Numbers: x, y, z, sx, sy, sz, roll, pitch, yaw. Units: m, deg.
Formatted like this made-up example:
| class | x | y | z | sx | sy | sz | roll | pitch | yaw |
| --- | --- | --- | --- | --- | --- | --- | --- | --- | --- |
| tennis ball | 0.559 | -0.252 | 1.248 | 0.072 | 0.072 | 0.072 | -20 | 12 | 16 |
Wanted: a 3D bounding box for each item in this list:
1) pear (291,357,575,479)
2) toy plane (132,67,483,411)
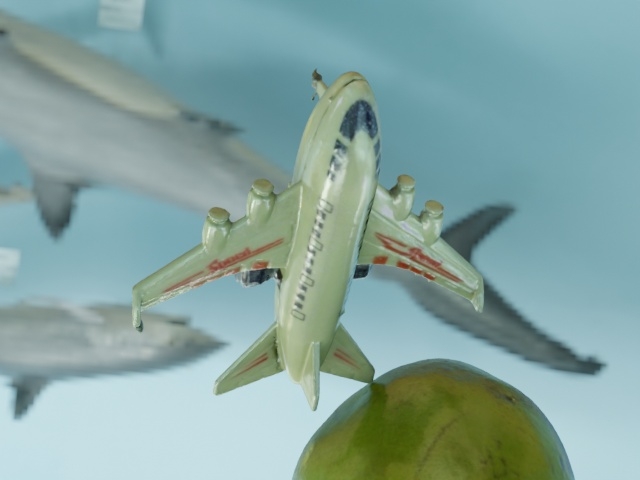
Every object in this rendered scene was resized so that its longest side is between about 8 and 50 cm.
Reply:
| class | x | y | z | sx | sy | sz | roll | pitch | yaw |
| --- | --- | --- | --- | --- | --- | --- | --- | --- | --- |
| pear | 0.079 | 0.195 | 1.185 | 0.212 | 0.212 | 0.269 | 7 | -147 | 9 |
| toy plane | 0.000 | 0.000 | 1.101 | 0.242 | 0.256 | 0.104 | -2 | -150 | -16 |
